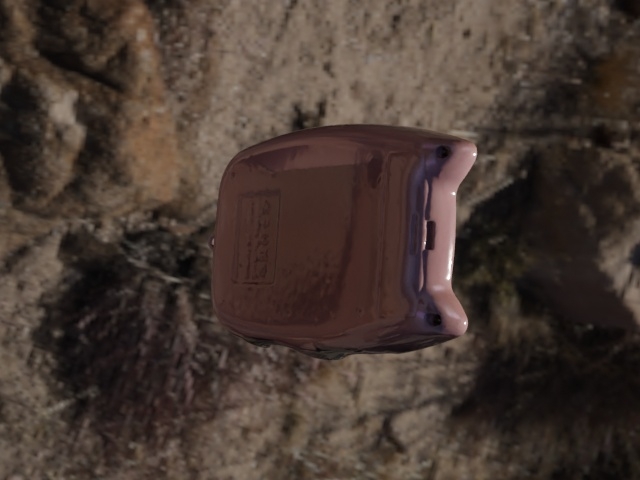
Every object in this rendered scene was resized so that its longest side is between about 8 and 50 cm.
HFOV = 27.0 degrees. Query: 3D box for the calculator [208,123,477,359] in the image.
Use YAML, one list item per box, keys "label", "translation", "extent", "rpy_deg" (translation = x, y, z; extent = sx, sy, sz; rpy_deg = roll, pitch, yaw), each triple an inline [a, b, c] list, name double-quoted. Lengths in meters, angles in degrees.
- label: "calculator"
  translation: [0.000, 0.000, 1.234]
  extent: [0.048, 0.329, 0.220]
  rpy_deg: [7, 83, -44]
